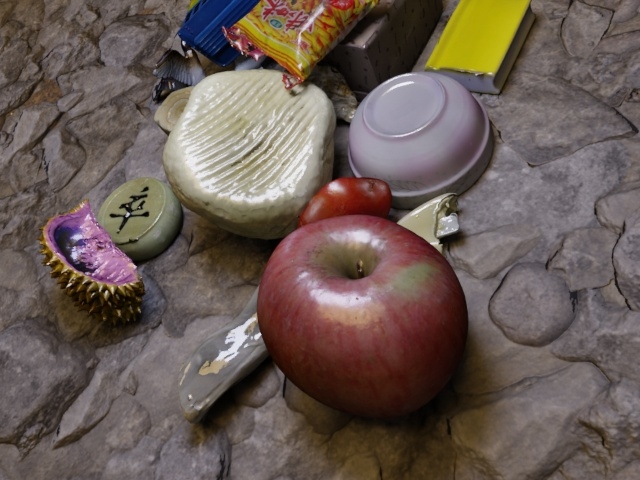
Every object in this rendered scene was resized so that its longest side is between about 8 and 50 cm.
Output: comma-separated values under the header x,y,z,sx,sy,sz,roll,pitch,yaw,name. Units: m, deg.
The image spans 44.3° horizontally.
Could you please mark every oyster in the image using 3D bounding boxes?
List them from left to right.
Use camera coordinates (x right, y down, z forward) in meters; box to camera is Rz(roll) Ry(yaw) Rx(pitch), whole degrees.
x,y,z,sx,sy,sz,roll,pitch,yaw,name
0.009,-0.294,1.634,0.191,0.163,0.081,12,44,2,oyster

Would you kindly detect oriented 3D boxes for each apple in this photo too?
x,y,z,sx,sy,sz,roll,pitch,yaw,name
0.068,0.127,1.261,0.345,0.269,0.344,-6,39,5,apple

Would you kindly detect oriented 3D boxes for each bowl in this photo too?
x,y,z,sx,sy,sz,roll,pitch,yaw,name
0.176,-0.215,1.506,0.287,0.143,0.286,-12,54,17,bowl

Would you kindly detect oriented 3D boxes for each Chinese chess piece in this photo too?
x,y,z,sx,sy,sz,roll,pitch,yaw,name
-0.388,-0.048,1.683,0.189,0.083,0.188,-13,54,19,Chinese chess piece

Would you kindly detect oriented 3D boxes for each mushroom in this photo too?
x,y,z,sx,sy,sz,roll,pitch,yaw,name
-0.133,0.175,1.416,0.109,0.097,0.351,29,70,33,mushroom

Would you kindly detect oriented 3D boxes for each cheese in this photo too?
x,y,z,sx,sy,sz,roll,pitch,yaw,name
0.147,-0.001,1.433,0.235,0.049,0.127,-17,50,19,cheese

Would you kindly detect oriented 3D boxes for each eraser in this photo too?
x,y,z,sx,sy,sz,roll,pitch,yaw,name
0.326,-0.406,1.614,0.158,0.069,0.226,15,65,29,eraser

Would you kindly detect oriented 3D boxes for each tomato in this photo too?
x,y,z,sx,sy,sz,roll,pitch,yaw,name
0.050,-0.032,1.434,0.174,0.166,0.082,-53,53,33,tomato

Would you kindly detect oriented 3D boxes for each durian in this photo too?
x,y,z,sx,sy,sz,roll,pitch,yaw,name
-0.466,0.071,1.582,0.154,0.186,0.261,-25,44,-34,durian

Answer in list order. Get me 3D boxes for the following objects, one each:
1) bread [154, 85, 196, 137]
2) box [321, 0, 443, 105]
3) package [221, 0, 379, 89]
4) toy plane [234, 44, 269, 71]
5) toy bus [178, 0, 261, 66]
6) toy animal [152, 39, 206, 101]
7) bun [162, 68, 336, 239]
x,y,z,sx,sy,sz,roll,pitch,yaw,name
-0.267,-0.250,1.727,0.148,0.141,0.134,21,70,32,bread
0.091,-0.463,1.682,0.225,0.190,0.297,17,67,31,box
-0.024,-0.435,1.531,0.288,0.108,0.223,-46,58,-2,package
-0.113,-0.484,1.830,0.255,0.101,0.251,-59,17,-1,toy plane
-0.170,-0.535,1.720,0.288,0.138,0.175,-30,39,41,toy bus
-0.303,-0.397,1.840,0.197,0.160,0.272,-63,19,-13,toy animal
-0.126,-0.158,1.541,0.349,0.227,0.352,-41,72,-18,bun
